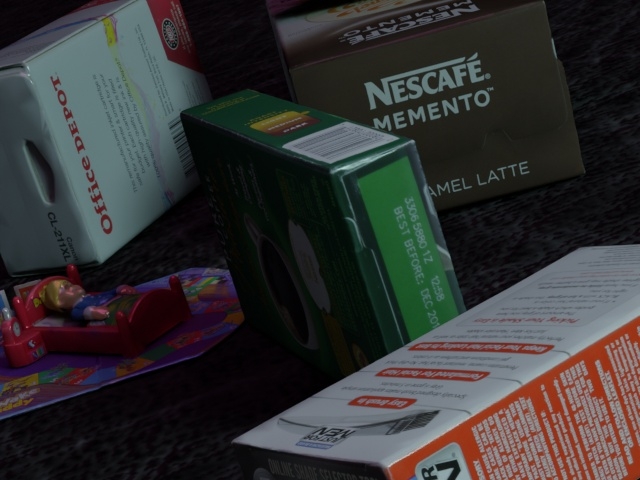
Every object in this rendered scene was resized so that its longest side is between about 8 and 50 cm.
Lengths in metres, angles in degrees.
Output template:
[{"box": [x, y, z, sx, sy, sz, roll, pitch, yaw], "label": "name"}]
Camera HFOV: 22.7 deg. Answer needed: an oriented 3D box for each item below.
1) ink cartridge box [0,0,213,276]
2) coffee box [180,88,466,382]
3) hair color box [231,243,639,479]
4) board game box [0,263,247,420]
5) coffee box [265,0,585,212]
[{"box": [-0.140, -0.072, 0.982, 0.072, 0.127, 0.175, -8, 20, 29], "label": "ink cartridge box"}, {"box": [0.000, 0.000, 0.675, 0.040, 0.113, 0.184, -24, 18, -17], "label": "coffee box"}, {"box": [0.066, 0.055, 0.530, 0.167, 0.053, 0.093, -25, 11, -30], "label": "hair color box"}, {"box": [-0.117, 0.036, 0.797, 0.169, 0.033, 0.133, -18, 18, -3], "label": "board game box"}, {"box": [0.052, -0.096, 0.933, 0.141, 0.098, 0.246, -16, 18, -1], "label": "coffee box"}]
